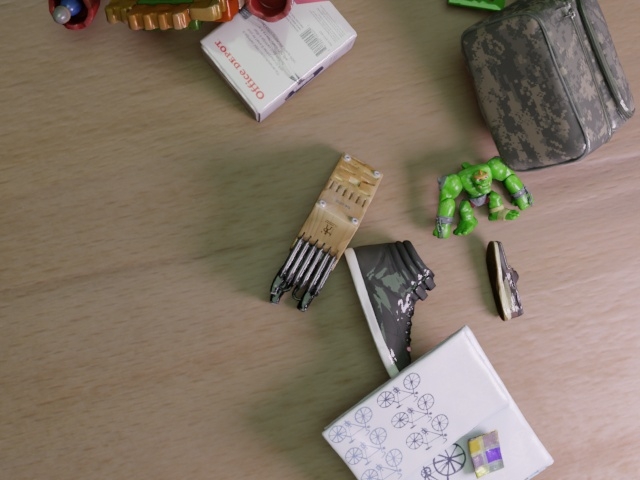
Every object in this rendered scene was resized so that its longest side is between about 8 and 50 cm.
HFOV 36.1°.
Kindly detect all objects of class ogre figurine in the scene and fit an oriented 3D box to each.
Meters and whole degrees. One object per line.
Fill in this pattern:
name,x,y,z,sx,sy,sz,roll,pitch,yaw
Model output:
ogre figurine,0.292,-0.084,1.826,0.197,0.097,0.118,-16,105,10

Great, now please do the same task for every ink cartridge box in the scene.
ink cartridge box,-0.079,-0.360,1.812,0.237,0.100,0.172,-40,89,-7

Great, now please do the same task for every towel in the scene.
towel,0.298,0.383,1.765,0.060,0.009,0.083,-16,107,-12

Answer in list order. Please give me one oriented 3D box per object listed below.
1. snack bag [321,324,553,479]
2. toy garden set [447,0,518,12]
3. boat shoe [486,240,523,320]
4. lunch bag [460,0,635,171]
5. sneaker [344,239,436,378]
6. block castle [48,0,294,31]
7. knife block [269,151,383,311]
snack bag,0.218,0.373,1.764,0.323,0.037,0.343,-35,107,-5
toy garden set,0.355,-0.551,1.884,0.203,0.049,0.244,9,85,-1
boat shoe,0.346,0.072,1.837,0.049,0.056,0.152,-11,96,-9
lunch bag,0.428,-0.309,1.771,0.256,0.212,0.305,-33,103,-37
sneaker,0.156,0.132,1.789,0.146,0.104,0.296,-19,83,0
block castle,-0.269,-0.510,1.646,0.453,0.213,0.303,1,128,15
knife block,0.000,0.000,1.812,0.088,0.242,0.276,30,40,-2
